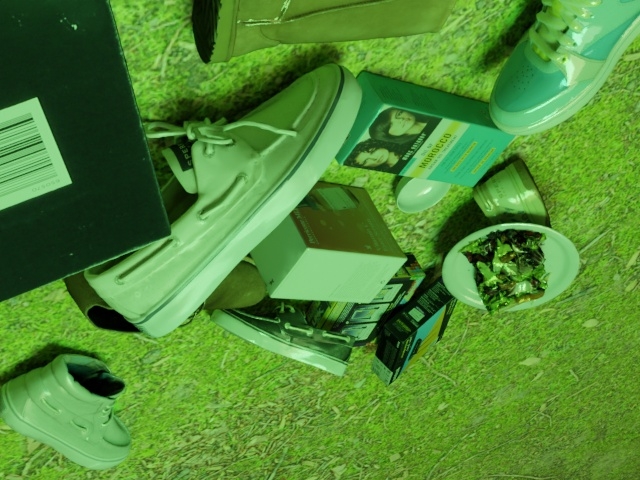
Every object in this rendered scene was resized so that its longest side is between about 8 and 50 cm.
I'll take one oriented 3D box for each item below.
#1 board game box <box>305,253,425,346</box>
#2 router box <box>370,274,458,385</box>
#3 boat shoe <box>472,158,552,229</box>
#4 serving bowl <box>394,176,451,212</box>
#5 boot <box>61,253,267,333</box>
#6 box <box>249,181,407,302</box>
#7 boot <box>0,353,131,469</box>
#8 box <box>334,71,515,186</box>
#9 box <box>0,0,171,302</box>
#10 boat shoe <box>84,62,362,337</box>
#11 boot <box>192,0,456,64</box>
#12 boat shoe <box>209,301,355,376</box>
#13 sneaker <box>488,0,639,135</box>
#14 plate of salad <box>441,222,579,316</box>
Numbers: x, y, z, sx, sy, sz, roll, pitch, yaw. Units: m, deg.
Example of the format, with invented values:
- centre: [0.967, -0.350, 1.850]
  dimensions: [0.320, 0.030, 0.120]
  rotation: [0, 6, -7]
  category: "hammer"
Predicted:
- centre: [0.058, 0.094, 1.525]
  dimensions: [0.141, 0.048, 0.170]
  rotation: [-1, 138, -33]
  category: "board game box"
- centre: [0.149, 0.144, 1.605]
  dimensions: [0.133, 0.046, 0.179]
  rotation: [-39, 160, -22]
  category: "router box"
- centre: [0.300, -0.011, 1.529]
  dimensions: [0.089, 0.104, 0.285]
  rotation: [-24, 136, 7]
  category: "boat shoe"
- centre: [0.135, -0.075, 1.375]
  dimensions: [0.083, 0.027, 0.083]
  rotation: [-20, 146, -14]
  category: "serving bowl"
- centre: [-0.177, 0.070, 1.261]
  dimensions: [0.305, 0.115, 0.112]
  rotation: [7, 131, -43]
  category: "boot"
- centre: [0.000, 0.000, 1.282]
  dimensions: [0.170, 0.130, 0.091]
  rotation: [6, 134, -42]
  category: "box"
- centre: [-0.311, 0.235, 1.393]
  dimensions: [0.123, 0.095, 0.258]
  rotation: [-30, 146, 14]
  category: "boot"
- centre: [0.125, -0.133, 1.261]
  dimensions: [0.244, 0.060, 0.100]
  rotation: [5, 134, -41]
  category: "box"
- centre: [-0.251, -0.174, 0.666]
  dimensions: [0.179, 0.312, 0.343]
  rotation: [-22, 155, -12]
  category: "box"
- centre: [-0.121, -0.077, 1.095]
  dimensions: [0.367, 0.136, 0.156]
  rotation: [-47, 119, 3]
  category: "boat shoe"
- centre: [0.019, -0.275, 0.977]
  dimensions: [0.270, 0.089, 0.236]
  rotation: [-13, 156, -21]
  category: "boot"
- centre: [-0.052, 0.127, 1.447]
  dimensions: [0.219, 0.078, 0.070]
  rotation: [23, 86, -24]
  category: "boat shoe"
- centre: [0.275, -0.272, 1.134]
  dimensions: [0.319, 0.127, 0.208]
  rotation: [-49, 145, 12]
  category: "sneaker"
- centre: [0.278, 0.049, 1.482]
  dimensions: [0.200, 0.048, 0.199]
  rotation: [1, 138, 1]
  category: "plate of salad"
